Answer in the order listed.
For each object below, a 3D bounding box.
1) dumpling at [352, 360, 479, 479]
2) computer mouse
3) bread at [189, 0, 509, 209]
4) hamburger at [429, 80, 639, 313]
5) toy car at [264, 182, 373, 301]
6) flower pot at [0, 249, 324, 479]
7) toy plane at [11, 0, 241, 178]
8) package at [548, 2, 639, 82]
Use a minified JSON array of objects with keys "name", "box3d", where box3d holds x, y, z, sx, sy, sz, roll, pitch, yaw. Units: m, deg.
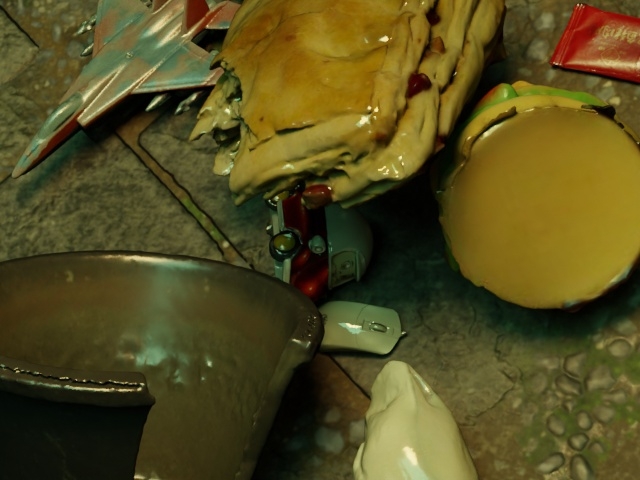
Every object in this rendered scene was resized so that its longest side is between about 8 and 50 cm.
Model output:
[{"name":"dumpling","box3d":[0.083,0.236,1.577,0.151,0.124,0.228,-42,49,38]},{"name":"computer mouse","box3d":[0.035,0.090,1.689,0.110,0.032,0.055,4,70,18]},{"name":"bread","box3d":[0.007,-0.165,1.609,0.314,0.191,0.370,-16,25,37]},{"name":"hamburger","box3d":[0.215,-0.048,1.611,0.237,0.149,0.237,-1,108,-3]},{"name":"toy car","box3d":[0.000,0.000,1.707,0.112,0.112,0.139,-6,55,-2]},{"name":"flower pot","box3d":[-0.198,0.173,1.571,0.379,0.379,0.251,11,110,21]},{"name":"toy plane","box3d":[-0.229,-0.183,1.850,0.223,0.104,0.326,40,87,28]},{"name":"package","box3d":[0.351,-0.201,1.726,0.200,0.022,0.083,16,73,24]}]
